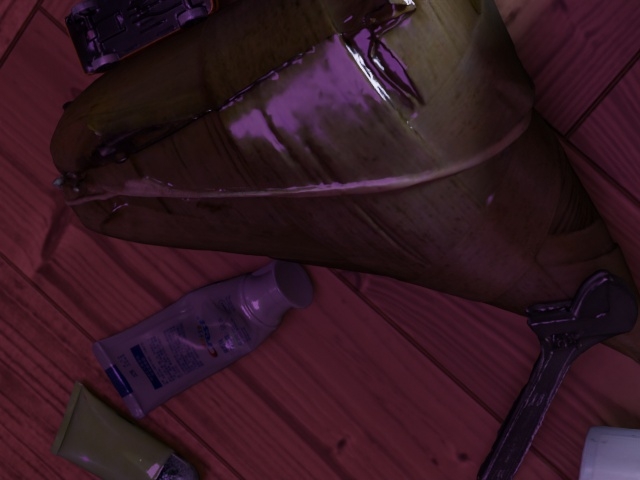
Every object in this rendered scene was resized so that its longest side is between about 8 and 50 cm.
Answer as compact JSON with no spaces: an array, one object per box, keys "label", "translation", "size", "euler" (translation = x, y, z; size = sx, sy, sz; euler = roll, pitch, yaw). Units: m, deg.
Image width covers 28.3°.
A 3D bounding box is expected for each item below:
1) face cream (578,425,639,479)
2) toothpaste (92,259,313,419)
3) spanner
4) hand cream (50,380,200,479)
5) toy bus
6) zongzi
[{"label":"face cream","translation":[0.414,0.247,1.097],"size":[0.370,0.145,0.145],"euler":[2,103,20]},{"label":"toothpaste","translation":[-0.124,0.097,1.311],"size":[0.266,0.061,0.096],"euler":[-30,92,30]},{"label":"spanner","translation":[0.200,0.138,1.146],"size":[0.093,0.026,0.325],"euler":[9,135,-7]},{"label":"hand cream","translation":[-0.209,0.233,1.373],"size":[0.175,0.046,0.095],"euler":[29,111,18]},{"label":"toy bus","translation":[-0.166,-0.220,1.237],"size":[0.162,0.074,0.069],"euler":[-22,87,25]},{"label":"zongzi","translation":[-0.006,0.009,1.163],"size":[0.500,0.218,0.467],"euler":[-23,103,24]}]
